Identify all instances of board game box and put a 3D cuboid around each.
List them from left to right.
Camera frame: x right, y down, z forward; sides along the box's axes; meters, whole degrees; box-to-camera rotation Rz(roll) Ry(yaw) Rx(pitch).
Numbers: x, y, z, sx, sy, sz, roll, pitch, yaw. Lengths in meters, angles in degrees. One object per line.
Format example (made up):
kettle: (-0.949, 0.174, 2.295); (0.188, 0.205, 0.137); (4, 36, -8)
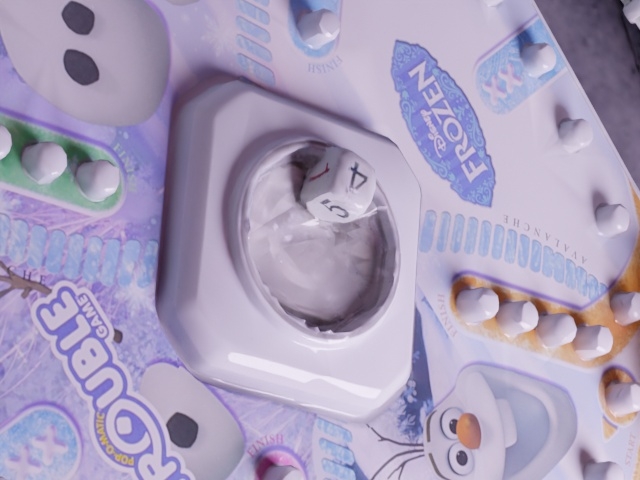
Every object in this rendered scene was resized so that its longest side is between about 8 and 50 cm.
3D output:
board game box: (0.000, 0.000, 0.741); (0.390, 0.050, 0.390); (-39, 103, -40)

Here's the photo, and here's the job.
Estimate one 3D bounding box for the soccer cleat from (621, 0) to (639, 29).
soccer cleat: (0.152, -0.153, 0.881); (0.143, 0.116, 0.331); (-10, 79, -31)
